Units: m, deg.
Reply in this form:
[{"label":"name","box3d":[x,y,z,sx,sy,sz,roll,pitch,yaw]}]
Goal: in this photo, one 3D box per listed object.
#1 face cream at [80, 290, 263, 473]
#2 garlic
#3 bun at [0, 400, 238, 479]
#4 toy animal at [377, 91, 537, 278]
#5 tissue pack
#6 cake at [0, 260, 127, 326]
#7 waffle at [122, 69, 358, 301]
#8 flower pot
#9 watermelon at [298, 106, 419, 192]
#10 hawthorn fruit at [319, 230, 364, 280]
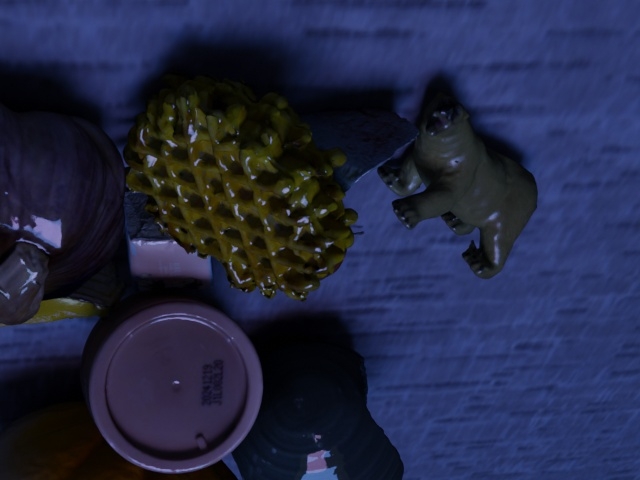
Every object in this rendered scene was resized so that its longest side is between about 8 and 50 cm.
[{"label":"face cream","box3d":[-0.130,0.119,1.445,0.149,0.149,0.104,-5,-175,-12]},{"label":"garlic","box3d":[-0.257,-0.007,1.254,0.245,0.161,0.245,-12,160,-4]},{"label":"bun","box3d":[-0.191,0.242,1.665,0.299,0.165,0.299,22,-178,-1]},{"label":"toy animal","box3d":[0.118,-0.052,1.396,0.101,0.103,0.218,-42,140,13]},{"label":"tissue pack","box3d":[-0.128,-0.001,1.411,0.074,0.059,0.094,-5,151,-3]},{"label":"cake","box3d":[-0.265,0.020,1.408,0.184,0.080,0.116,-6,140,10]},{"label":"waffle","box3d":[-0.062,-0.040,1.275,0.193,0.070,0.197,38,147,1]},{"label":"flower pot","box3d":[-0.008,0.200,1.670,0.157,0.189,0.243,-22,154,-2]},{"label":"watermelon","box3d":[0.006,-0.062,1.350,0.094,0.081,0.180,-7,171,-41]},{"label":"hawthorn fruit","box3d":[0.000,0.000,1.473,0.066,0.067,0.103,-33,171,33]}]
